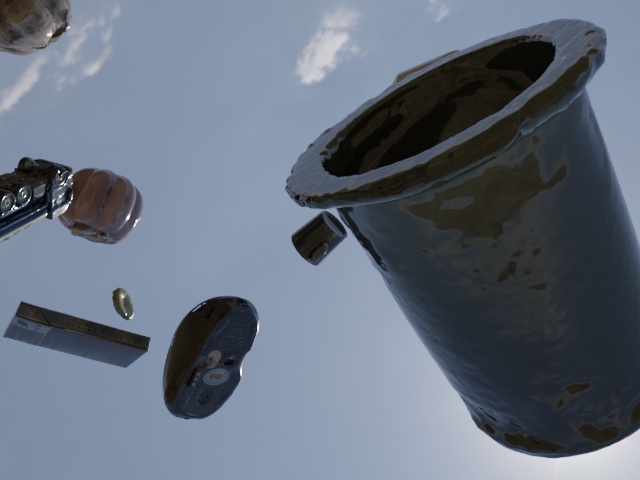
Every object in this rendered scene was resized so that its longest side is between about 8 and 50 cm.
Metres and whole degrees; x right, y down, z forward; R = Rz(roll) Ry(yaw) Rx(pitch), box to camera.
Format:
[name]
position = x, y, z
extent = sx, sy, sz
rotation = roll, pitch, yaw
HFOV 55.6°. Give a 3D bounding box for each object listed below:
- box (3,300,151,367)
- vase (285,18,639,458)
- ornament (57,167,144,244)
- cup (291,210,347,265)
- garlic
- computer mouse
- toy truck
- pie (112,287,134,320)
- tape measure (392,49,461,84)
[box]
position = -0.621, 0.248, 1.555
extent = 0.180, 0.325, 0.047
rotation = -36, -139, 47
[vase]
position = 0.142, 0.013, 0.490
extent = 0.245, 0.291, 0.245
rotation = -26, -157, 12
[ornament]
position = -0.481, -0.067, 1.324
extent = 0.178, 0.177, 0.177
rotation = -14, -124, 22
[cup]
position = 0.000, 0.000, 1.110
extent = 0.077, 0.078, 0.100
rotation = -42, -155, 22
[garlic]
position = -0.656, -0.503, 1.360
extent = 0.228, 0.152, 0.227
rotation = -22, -144, 17
[computer mouse]
position = -0.196, 0.196, 1.054
extent = 0.096, 0.137, 0.233
rotation = 28, -87, 36
[toy truck]
position = -0.426, -0.049, 0.839
extent = 0.074, 0.088, 0.201
rotation = 14, -153, 12
[pie]
position = -0.476, 0.153, 1.466
extent = 0.020, 0.084, 0.084
rotation = -19, -127, 5
[tape measure]
position = 0.218, -0.248, 1.263
extent = 0.271, 0.133, 0.231
rotation = 5, -109, 61
